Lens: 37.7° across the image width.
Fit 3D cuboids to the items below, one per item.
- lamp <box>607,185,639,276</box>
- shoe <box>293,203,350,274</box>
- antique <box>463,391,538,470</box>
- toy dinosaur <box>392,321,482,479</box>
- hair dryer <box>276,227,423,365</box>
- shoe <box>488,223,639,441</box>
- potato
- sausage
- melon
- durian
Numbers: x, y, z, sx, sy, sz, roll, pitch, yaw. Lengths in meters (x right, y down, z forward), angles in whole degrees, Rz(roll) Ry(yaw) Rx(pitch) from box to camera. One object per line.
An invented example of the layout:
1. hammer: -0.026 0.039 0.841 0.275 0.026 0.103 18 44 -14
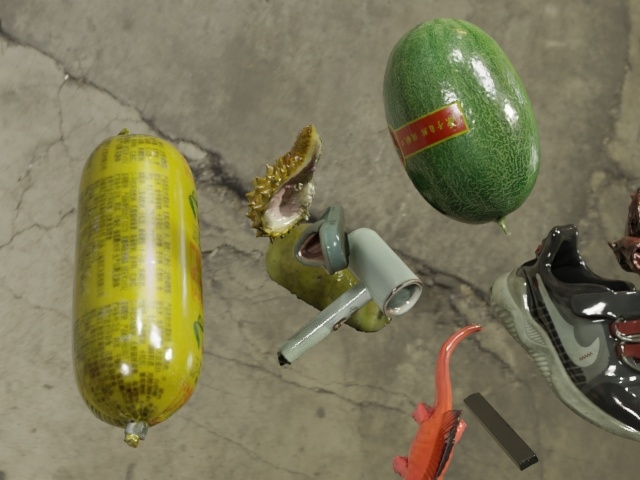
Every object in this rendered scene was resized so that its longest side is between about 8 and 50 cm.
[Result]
1. lamp: 0.558 0.014 1.494 0.215 0.151 0.223 45 79 -1
2. shoe: 0.000 0.000 1.288 0.078 0.195 0.079 -9 102 0
3. antique: 0.260 0.275 1.364 0.031 0.192 0.015 -23 114 -7
4. toy dinosaur: 0.141 0.209 1.076 0.070 0.139 0.286 21 74 6
5. hair dryer: 0.023 0.099 1.383 0.236 0.073 0.131 -41 56 0
6. shoe: 0.250 0.078 0.855 0.099 0.112 0.227 -1 36 -36
7. potato: 0.027 0.040 1.655 0.271 0.111 0.160 30 35 26
8. sausage: -0.176 0.033 0.908 0.123 0.123 0.347 10 55 -25
9. melon: 0.181 -0.141 1.189 0.182 0.182 0.288 -19 83 -29
10. durian: -0.060 -0.103 1.505 0.140 0.224 0.078 -11 43 -44
